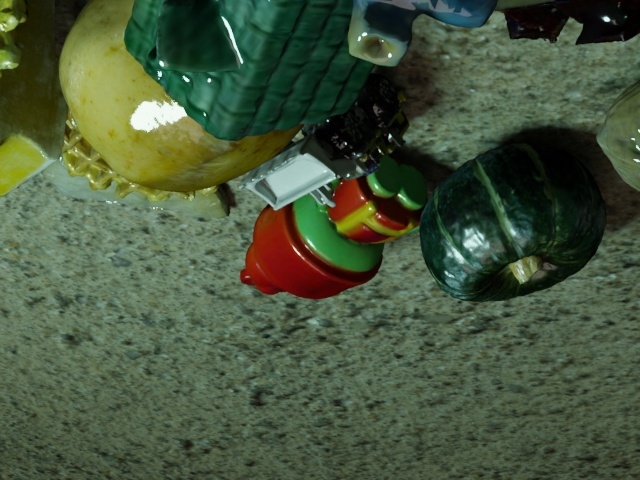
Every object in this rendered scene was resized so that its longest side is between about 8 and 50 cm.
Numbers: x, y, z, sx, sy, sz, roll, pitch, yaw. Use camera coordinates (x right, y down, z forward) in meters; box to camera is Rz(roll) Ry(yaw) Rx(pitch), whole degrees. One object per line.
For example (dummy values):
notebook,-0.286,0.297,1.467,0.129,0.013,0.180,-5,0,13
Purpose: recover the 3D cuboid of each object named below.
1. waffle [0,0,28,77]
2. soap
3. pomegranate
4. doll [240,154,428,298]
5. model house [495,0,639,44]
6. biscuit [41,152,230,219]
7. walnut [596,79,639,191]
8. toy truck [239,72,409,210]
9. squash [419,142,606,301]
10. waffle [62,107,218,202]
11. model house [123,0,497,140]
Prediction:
waffle,-0.416,-0.260,1.599,0.238,0.243,0.059,-16,170,38
soap,-0.438,-0.169,1.743,0.143,0.259,0.281,15,153,-40
pomegranate,-0.141,-0.191,1.594,0.307,0.307,0.307,5,151,3
doll,0.000,-0.001,2.028,0.183,0.160,0.363,18,150,-34
model house,0.278,-0.283,1.540,0.203,0.141,0.164,6,177,41
biscuit,-0.265,-0.092,2.047,0.290,0.038,0.141,11,150,-7
walnut,0.448,-0.128,1.714,0.231,0.178,0.178,0,150,20
toy truck,0.018,-0.112,1.744,0.136,0.286,0.111,-27,100,37
squash,0.253,-0.019,1.896,0.252,0.165,0.252,-19,152,-11
waffle,-0.243,-0.143,1.910,0.253,0.056,0.249,12,139,-1
model house,-0.051,-0.311,1.261,0.395,0.399,0.445,12,151,-14
